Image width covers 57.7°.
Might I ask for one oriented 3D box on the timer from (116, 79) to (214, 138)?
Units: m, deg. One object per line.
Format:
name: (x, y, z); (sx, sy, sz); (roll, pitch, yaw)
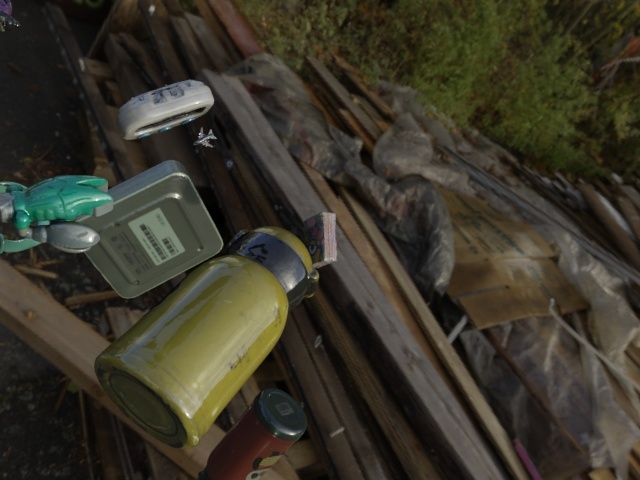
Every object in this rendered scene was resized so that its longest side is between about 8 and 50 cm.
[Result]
timer: (-0.430, -0.360, 1.599); (0.262, 0.237, 0.086); (-24, 96, -21)

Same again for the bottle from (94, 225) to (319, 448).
bottle: (-0.140, 0.113, 0.848); (0.172, 0.171, 0.351); (38, 49, 4)

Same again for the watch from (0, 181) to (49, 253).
watch: (-0.882, -0.066, 1.669); (0.195, 0.068, 0.237); (10, 48, -37)

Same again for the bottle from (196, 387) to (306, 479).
bottle: (-0.184, 0.524, 1.435); (0.144, 0.336, 0.144); (34, 19, -14)

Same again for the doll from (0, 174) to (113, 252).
doll: (-0.592, -0.078, 1.269); (0.259, 0.153, 0.194); (12, 52, -13)

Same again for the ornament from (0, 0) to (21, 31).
ornament: (-0.616, -0.433, 1.061); (0.081, 0.088, 0.203); (6, 26, -48)

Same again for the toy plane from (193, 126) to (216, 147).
toy plane: (-0.403, -0.349, 2.006); (0.083, 0.031, 0.078); (-32, 98, -16)

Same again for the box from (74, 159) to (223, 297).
box: (-0.549, -0.024, 1.868); (0.397, 0.395, 0.111); (-30, 48, -9)

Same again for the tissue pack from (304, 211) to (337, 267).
tissue pack: (0.000, 0.000, 1.690); (0.060, 0.109, 0.148); (7, 73, -33)
